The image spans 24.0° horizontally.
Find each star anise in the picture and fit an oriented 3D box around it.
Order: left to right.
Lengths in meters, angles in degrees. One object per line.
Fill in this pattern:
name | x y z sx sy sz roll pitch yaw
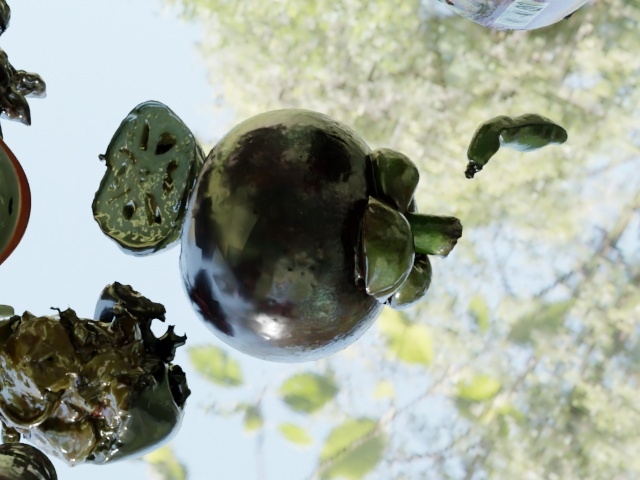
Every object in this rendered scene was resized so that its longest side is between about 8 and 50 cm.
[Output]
star anise | -0.432 -0.233 1.882 0.129 0.212 0.283 -27 -139 -11

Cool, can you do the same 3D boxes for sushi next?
sushi | -0.278 0.159 1.724 0.213 0.200 0.204 13 -161 32

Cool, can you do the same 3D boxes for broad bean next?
broad bean | 0.230 -0.125 1.797 0.046 0.061 0.195 17 -153 39

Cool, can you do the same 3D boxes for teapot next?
teapot | -0.276 0.251 1.352 0.148 0.116 0.146 50 -169 -9

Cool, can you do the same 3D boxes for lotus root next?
lotus root | -0.199 -0.069 1.876 0.078 0.183 0.203 19 -158 -44

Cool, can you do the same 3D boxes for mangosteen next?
mangosteen | -0.015 0.002 1.710 0.300 0.300 0.300 17 -149 -10

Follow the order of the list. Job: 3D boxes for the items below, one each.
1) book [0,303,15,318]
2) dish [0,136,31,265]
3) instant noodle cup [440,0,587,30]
book | -0.341 0.061 1.078 0.168 0.013 0.192 2 171 -43
dish | -0.451 -0.043 1.662 0.256 0.256 0.117 16 175 -12
instant noodle cup | 0.242 -0.399 1.642 0.339 0.266 0.340 3 -107 -11
